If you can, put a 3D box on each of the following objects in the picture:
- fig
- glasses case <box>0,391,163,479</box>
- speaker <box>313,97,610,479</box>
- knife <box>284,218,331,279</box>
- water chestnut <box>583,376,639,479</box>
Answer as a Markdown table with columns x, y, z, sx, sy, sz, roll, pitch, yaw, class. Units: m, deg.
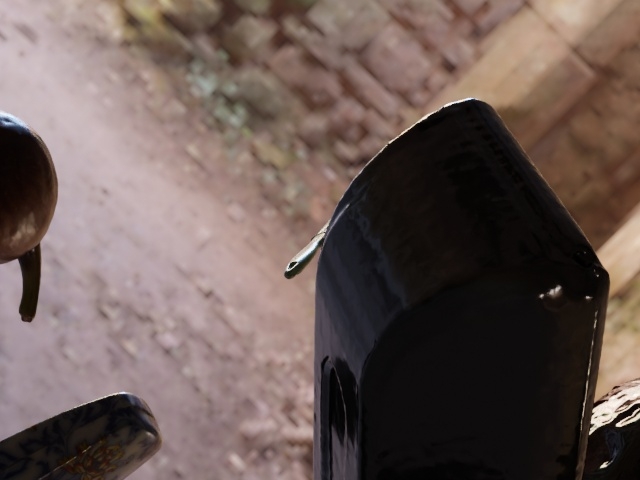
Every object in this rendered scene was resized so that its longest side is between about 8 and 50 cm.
| x | y | z | sx | sy | sz | roll | pitch | yaw | class |
| --- | --- | --- | --- | --- | --- | --- | --- | --- | --- |
| -0.353 | -0.037 | 1.981 | 0.207 | 0.175 | 0.175 | 50 | 5 | -45 | fig |
| -0.236 | 0.192 | 1.380 | 0.065 | 0.248 | 0.087 | 63 | 5 | 30 | glasses case |
| 0.038 | 0.130 | 1.065 | 0.180 | 0.184 | 0.388 | -117 | -157 | -51 | speaker |
| 0.000 | 0.000 | 1.748 | 0.014 | 0.030 | 0.207 | 58 | 22 | -8 | knife |
| 0.304 | 0.235 | 1.497 | 0.289 | 0.244 | 0.289 | 8 | 57 | -12 | water chestnut |
